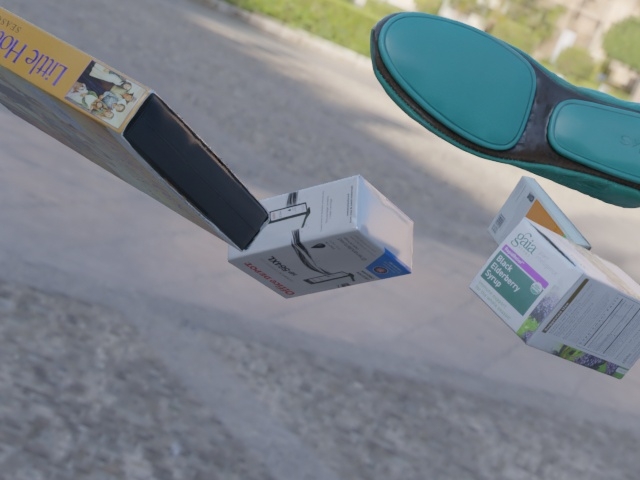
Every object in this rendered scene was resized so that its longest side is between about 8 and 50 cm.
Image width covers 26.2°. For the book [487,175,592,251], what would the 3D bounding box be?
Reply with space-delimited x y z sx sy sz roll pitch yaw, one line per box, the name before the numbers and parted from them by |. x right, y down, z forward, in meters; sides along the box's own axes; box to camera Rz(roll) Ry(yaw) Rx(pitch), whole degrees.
book | 0.281 -0.003 1.798 0.035 0.096 0.144 9 35 -36

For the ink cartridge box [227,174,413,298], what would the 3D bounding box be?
ink cartridge box | 0.000 0.000 1.818 0.203 0.086 0.148 -14 -31 30

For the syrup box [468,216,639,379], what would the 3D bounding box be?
syrup box | 0.263 0.064 1.425 0.237 0.096 0.093 20 21 -52

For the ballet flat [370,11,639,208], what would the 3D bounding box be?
ballet flat | 0.140 -0.080 0.951 0.247 0.083 0.087 21 -13 -5

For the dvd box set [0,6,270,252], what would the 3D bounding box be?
dvd box set | -0.278 -0.153 1.550 0.420 0.062 0.307 30 -9 30
